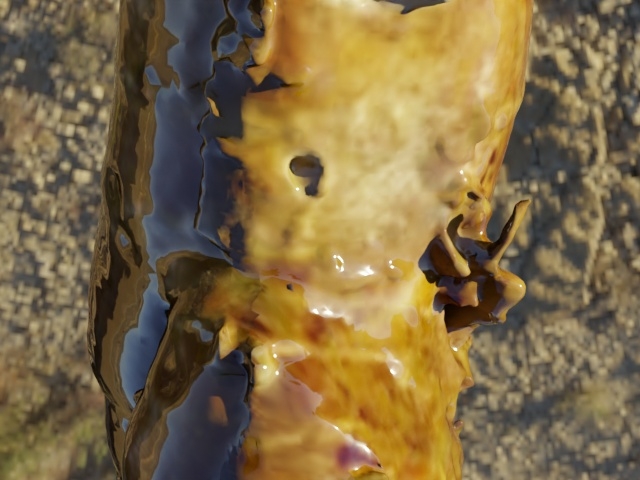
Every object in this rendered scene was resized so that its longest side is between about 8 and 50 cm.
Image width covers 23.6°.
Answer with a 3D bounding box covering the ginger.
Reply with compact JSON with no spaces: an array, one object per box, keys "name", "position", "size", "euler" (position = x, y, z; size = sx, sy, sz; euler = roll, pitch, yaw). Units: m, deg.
[{"name":"ginger","position":[0.000,0.000,0.649],"size":[0.176,0.254,0.418],"euler":[0,119,-27]}]
